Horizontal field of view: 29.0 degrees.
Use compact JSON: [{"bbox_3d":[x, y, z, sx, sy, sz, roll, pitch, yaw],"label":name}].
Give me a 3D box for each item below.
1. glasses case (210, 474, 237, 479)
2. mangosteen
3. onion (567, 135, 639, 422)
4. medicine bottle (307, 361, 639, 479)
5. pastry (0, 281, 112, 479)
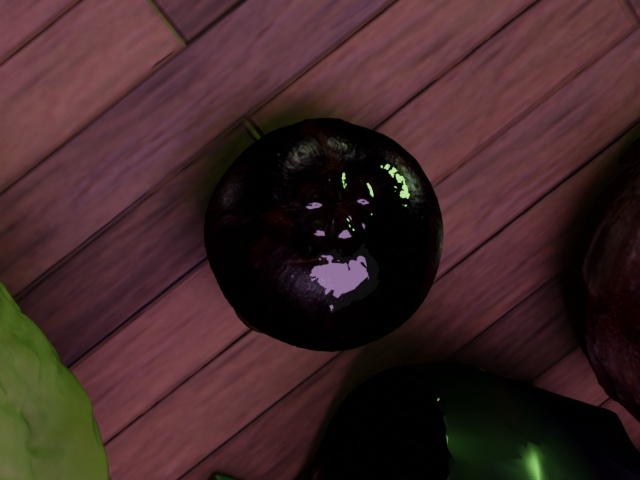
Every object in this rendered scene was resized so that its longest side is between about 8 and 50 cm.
[{"bbox_3d":[-0.096,0.263,0.889,0.039,0.078,0.184,25,104,-25],"label":"glasses case"},{"bbox_3d":[0.000,0.000,0.776,0.153,0.152,0.152,-7,115,-14],"label":"mangosteen"},{"bbox_3d":[0.356,0.039,0.835,0.337,0.260,0.281,-25,123,-6],"label":"onion"},{"bbox_3d":[0.189,0.240,0.873,0.395,0.242,0.242,22,105,-24],"label":"medicine bottle"},{"bbox_3d":[-0.295,0.158,0.651,0.389,0.312,0.388,-3,102,-15],"label":"pastry"}]
